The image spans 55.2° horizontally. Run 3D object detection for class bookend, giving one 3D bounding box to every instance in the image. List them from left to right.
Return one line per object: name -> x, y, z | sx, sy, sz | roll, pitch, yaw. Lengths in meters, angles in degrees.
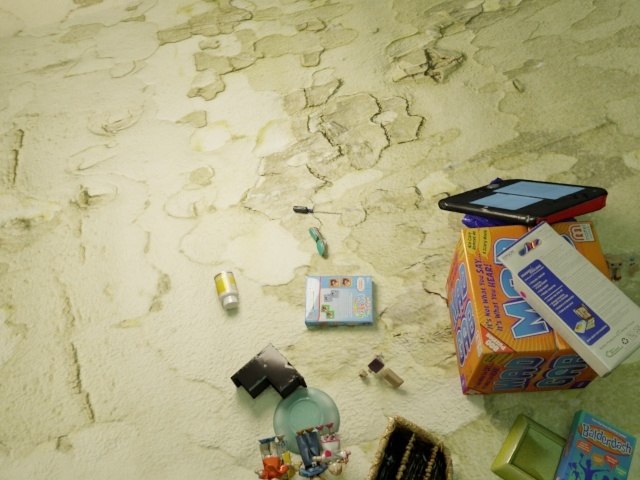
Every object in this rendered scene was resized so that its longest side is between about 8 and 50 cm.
bookend -> -0.150, 0.412, 1.786 | 0.156, 0.072, 0.157 | -40, 58, -18

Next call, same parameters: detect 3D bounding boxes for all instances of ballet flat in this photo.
ballet flat -> 0.000, 0.000, 2.045 | 0.041, 0.041, 0.114 | -22, 62, -8

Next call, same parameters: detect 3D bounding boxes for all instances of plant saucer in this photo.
plant saucer -> -0.042, 0.510, 1.752 | 0.195, 0.037, 0.195 | -2, 59, 4
plant saucer -> 0.588, 0.588, 1.649 | 0.188, 0.045, 0.188 | 29, 66, 19

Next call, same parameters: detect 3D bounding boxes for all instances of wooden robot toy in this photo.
wooden robot toy -> 0.903, 0.075, 1.923 | 0.173, 0.076, 0.079 | -2, 25, 4

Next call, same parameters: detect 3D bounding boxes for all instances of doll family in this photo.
doll family -> -0.053, 0.601, 1.659 | 0.263, 0.118, 0.163 | -9, 74, -14

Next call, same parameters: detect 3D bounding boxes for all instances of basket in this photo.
basket -> 0.223, 0.636, 1.551 | 0.213, 0.223, 0.299 | 19, 63, 15

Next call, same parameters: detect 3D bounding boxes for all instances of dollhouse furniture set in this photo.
dollhouse furniture set -> 0.187, 0.392, 1.818 | 0.114, 0.091, 0.081 | 40, 26, 1

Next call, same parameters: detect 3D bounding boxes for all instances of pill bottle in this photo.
pill bottle -> -0.299, 0.158, 1.960 | 0.065, 0.065, 0.116 | -17, 59, -5

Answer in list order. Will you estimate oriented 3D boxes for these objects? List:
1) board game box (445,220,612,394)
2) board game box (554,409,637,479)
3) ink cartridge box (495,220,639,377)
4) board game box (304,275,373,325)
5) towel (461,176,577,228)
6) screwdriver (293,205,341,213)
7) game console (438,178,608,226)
board game box -> 0.568, 0.197, 1.696 | 0.356, 0.356, 0.357 | -4, 60, 1
board game box -> 0.721, 0.577, 1.603 | 0.160, 0.047, 0.210 | 27, 63, 7
ink cartridge box -> 0.612, 0.134, 1.487 | 0.175, 0.069, 0.371 | -33, 66, -15
board game box -> 0.059, 0.189, 1.928 | 0.211, 0.039, 0.160 | -1, 60, 5
towel -> 0.652, -0.071, 2.007 | 0.308, 0.076, 0.228 | 33, 69, 21
screwdriver -> -0.012, -0.100, 2.112 | 0.169, 0.024, 0.025 | 9, 32, 8
game console -> 0.596, -0.120, 1.807 | 0.342, 0.060, 0.386 | -12, 16, -31
